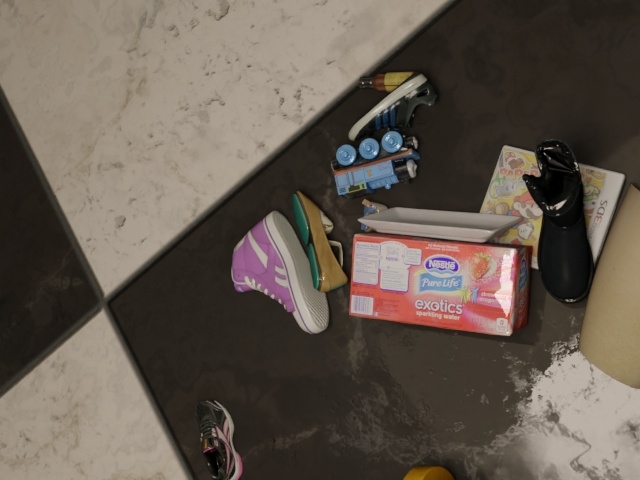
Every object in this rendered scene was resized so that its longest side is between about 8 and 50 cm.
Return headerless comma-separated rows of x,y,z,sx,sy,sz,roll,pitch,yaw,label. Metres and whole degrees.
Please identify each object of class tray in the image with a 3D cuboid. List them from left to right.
0.217,-0.028,1.432,0.270,0.145,0.030,6,104,35,tray

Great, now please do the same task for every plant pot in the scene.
0.536,0.090,1.233,0.256,0.256,0.274,35,110,27,plant pot

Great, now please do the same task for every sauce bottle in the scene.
0.141,-0.324,1.595,0.128,0.042,0.042,6,82,25,sauce bottle

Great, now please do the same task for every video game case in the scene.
0.408,-0.050,1.423,0.227,0.026,0.206,19,88,27,video game case

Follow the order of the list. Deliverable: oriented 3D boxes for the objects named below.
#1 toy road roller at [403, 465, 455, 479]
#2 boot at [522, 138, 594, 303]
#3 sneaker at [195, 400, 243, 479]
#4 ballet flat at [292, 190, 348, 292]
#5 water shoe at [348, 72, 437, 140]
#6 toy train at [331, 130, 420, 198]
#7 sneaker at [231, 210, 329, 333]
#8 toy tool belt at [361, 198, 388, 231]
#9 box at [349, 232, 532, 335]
0.185,0.551,1.316,0.240,0.202,0.330,-9,70,36,toy road roller
0.394,-0.027,1.295,0.094,0.207,0.246,-2,79,24,boot
-0.215,0.408,1.594,0.072,0.077,0.178,-34,67,14,sneaker
0.000,0.000,1.584,0.073,0.080,0.232,-8,63,-14,ballet flat
0.142,-0.246,1.559,0.203,0.073,0.080,-37,96,32,water shoe
0.111,-0.149,1.558,0.184,0.080,0.105,-14,83,20,toy train
-0.091,0.095,1.595,0.161,0.102,0.282,-37,56,18,sneaker
0.099,-0.038,1.549,0.052,0.051,0.083,-6,73,58,toy tool belt
0.216,0.071,1.409,0.300,0.142,0.154,4,94,26,box
